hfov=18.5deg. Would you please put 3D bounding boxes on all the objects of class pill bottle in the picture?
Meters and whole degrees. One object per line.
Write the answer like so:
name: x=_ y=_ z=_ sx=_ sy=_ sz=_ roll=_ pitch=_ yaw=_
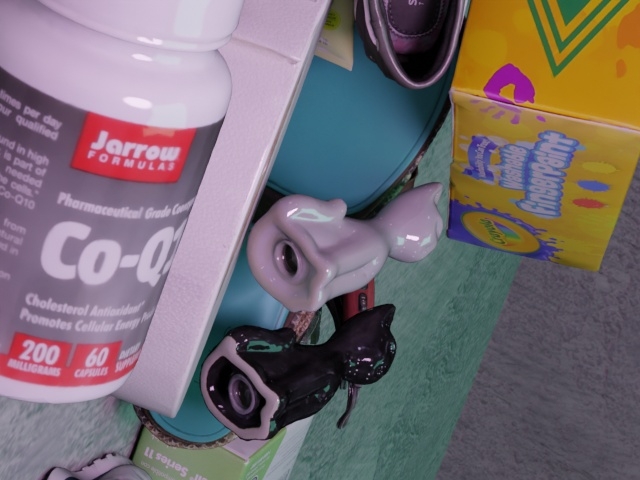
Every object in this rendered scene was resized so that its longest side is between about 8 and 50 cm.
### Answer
pill bottle: x=-0.148 y=-0.058 z=1.188 sx=0.161 sy=0.161 sz=0.283 roll=-35 pitch=149 yaw=-63

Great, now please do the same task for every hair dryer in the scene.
hair dryer: x=0.051 y=0.033 z=2.087 sx=0.223 sy=0.080 sz=0.293 roll=-124 pitch=-138 yaw=-56

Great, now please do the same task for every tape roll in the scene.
tape roll: x=-0.072 y=-0.059 z=1.456 sx=0.392 sy=0.072 sz=0.392 roll=-159 pitch=-90 yaw=-89

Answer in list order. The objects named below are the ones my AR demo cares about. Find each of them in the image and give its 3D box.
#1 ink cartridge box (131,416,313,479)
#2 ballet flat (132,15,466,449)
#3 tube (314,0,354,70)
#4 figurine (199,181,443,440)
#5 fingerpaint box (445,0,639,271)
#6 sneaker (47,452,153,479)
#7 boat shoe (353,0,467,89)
ink cartridge box: x=-0.144 y=0.319 z=2.021 sx=0.353 sy=0.119 sz=0.207 roll=-69 pitch=166 yaw=19
ballet flat: x=-0.031 y=-0.038 z=1.764 sx=0.483 sy=0.164 sz=0.182 roll=-61 pitch=-171 yaw=15
tube: x=0.000 y=-0.245 z=1.564 sx=0.062 sy=0.070 sz=0.240 roll=-9 pitch=137 yaw=-18
figurine: x=0.017 y=0.050 z=1.664 sx=0.209 sy=0.092 sz=0.215 roll=-15 pitch=133 yaw=-49
fingerpaint box: x=0.226 y=-0.210 z=1.707 sx=0.445 sy=0.163 sz=0.371 roll=79 pitch=25 yaw=-75
sneaker: x=-0.190 y=0.256 z=1.784 sx=0.090 sy=0.095 sz=0.235 roll=-66 pitch=168 yaw=7
boat shoe: x=0.081 y=-0.269 z=1.433 sx=0.095 sy=0.112 sz=0.335 roll=-107 pitch=-163 yaw=-57
